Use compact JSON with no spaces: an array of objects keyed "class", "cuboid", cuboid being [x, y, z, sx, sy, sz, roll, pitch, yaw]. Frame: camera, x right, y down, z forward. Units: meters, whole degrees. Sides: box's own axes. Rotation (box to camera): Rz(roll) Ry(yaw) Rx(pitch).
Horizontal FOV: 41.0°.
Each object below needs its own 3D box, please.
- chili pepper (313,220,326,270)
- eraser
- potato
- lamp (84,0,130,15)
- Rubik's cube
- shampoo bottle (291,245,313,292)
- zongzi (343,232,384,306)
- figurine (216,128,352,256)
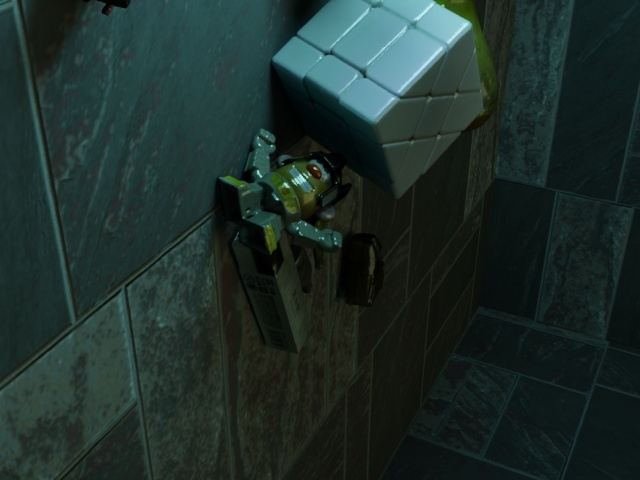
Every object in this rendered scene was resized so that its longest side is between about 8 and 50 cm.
[{"class":"chili pepper","cuboid":[0.001,-0.001,2.262,0.208,0.043,0.049,78,22,-49]},{"class":"eraser","cuboid":[-0.109,0.112,1.998,0.404,0.098,0.096,78,31,-49]},{"class":"potato","cuboid":[0.346,-0.469,2.156,0.289,0.296,0.397,6,111,-30]},{"class":"lamp","cuboid":[-0.276,-0.458,1.234,0.253,0.118,0.118,-66,156,-18]},{"class":"Rubik's cube","cuboid":[0.137,-0.347,1.902,0.319,0.316,0.322,-47,152,-10]},{"class":"shampoo bottle","cuboid":[-0.050,0.080,2.193,0.165,0.040,0.080,71,38,-54]},{"class":"zongzi","cuboid":[0.147,0.061,2.566,0.242,0.112,0.221,-46,144,-63]},{"class":"figurine","cuboid":[-0.067,-0.098,1.811,0.308,0.143,0.309,8,76,-36]}]
